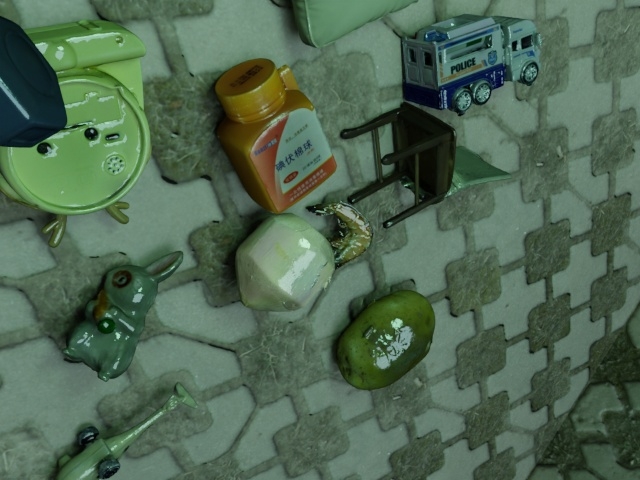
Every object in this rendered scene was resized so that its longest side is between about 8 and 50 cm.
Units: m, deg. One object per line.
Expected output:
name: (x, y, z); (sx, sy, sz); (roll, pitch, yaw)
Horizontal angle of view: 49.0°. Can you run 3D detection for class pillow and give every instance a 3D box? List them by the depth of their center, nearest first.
pillow: (0.045, -0.481, 1.060); (0.255, 0.120, 0.322); (-31, 132, -21)

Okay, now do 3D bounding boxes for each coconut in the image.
coconut: (-0.068, 0.050, 1.238); (0.183, 0.171, 0.171); (-54, 134, -7)

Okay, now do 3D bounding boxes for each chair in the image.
chair: (0.214, -0.164, 1.350); (0.319, 0.160, 0.186); (-24, 129, -22)

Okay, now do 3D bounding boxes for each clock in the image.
clock: (-0.341, -0.135, 0.967); (0.235, 0.096, 0.308); (-21, 126, -29)

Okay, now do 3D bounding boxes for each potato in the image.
potato: (0.147, 0.217, 1.520); (0.228, 0.148, 0.197); (-20, 110, -26)

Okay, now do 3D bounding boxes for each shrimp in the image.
shrimp: (0.001, 0.002, 1.349); (0.195, 0.035, 0.148); (-36, 120, 8)

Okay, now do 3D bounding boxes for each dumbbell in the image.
dumbbell: (-0.451, -0.120, 0.778); (0.324, 0.144, 0.160); (-27, 123, 7)

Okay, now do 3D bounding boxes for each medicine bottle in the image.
medicine bottle: (-0.081, -0.173, 1.140); (0.149, 0.112, 0.222); (-38, 132, -15)

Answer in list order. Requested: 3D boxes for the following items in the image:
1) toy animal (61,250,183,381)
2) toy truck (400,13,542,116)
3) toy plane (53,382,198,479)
toy animal: (-0.320, 0.107, 1.134); (0.108, 0.138, 0.236); (27, 69, -6)
toy truck: (0.291, -0.350, 1.330); (0.268, 0.124, 0.155); (-25, 123, -24)
toy plane: (-0.354, 0.361, 1.248); (0.286, 0.092, 0.108); (-40, 154, -14)
